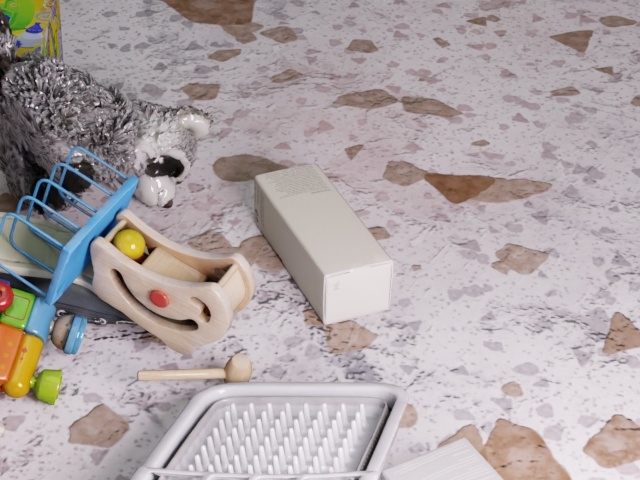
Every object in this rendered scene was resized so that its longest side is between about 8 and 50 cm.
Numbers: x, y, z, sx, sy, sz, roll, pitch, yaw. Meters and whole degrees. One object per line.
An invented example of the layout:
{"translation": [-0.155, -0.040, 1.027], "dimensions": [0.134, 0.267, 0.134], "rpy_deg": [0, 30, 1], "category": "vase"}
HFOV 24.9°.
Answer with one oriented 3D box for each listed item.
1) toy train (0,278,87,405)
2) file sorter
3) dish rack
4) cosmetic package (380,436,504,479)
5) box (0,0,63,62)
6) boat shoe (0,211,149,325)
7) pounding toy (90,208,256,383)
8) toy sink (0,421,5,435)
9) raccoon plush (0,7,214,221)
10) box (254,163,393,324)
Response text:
{"translation": [-0.401, 0.182, 1.875], "dimensions": [0.143, 0.105, 0.248], "rpy_deg": [17, 59, -8], "category": "toy train"}
{"translation": [-0.339, -0.024, 1.912], "dimensions": [0.104, 0.118, 0.170], "rpy_deg": [32, 46, 4], "category": "file sorter"}
{"translation": [-0.052, 0.263, 1.706], "dimensions": [0.285, 0.072, 0.333], "rpy_deg": [-2, 19, 15], "category": "dish rack"}
{"translation": [0.178, 0.349, 1.660], "dimensions": [0.127, 0.107, 0.238], "rpy_deg": [-16, 43, -23], "category": "cosmetic package"}
{"translation": [-0.596, -0.291, 2.432], "dimensions": [0.289, 0.177, 0.279], "rpy_deg": [1, 35, -3], "category": "box"}
{"translation": [-0.328, 0.062, 2.009], "dimensions": [0.340, 0.113, 0.127], "rpy_deg": [13, 51, -20], "category": "boat shoe"}
{"translation": [-0.190, 0.085, 1.879], "dimensions": [0.269, 0.154, 0.155], "rpy_deg": [35, 47, 2], "category": "pounding toy"}
{"translation": [-0.518, 0.203, 1.741], "dimensions": [0.234, 0.131, 0.153], "rpy_deg": [35, 2, 38], "category": "toy sink"}
{"translation": [-0.352, -0.243, 2.215], "dimensions": [0.299, 0.447, 0.216], "rpy_deg": [-28, 18, -35], "category": "raccoon plush"}
{"translation": [0.000, 0.000, 2.135], "dimensions": [0.113, 0.094, 0.275], "rpy_deg": [-12, 39, -19], "category": "box"}
